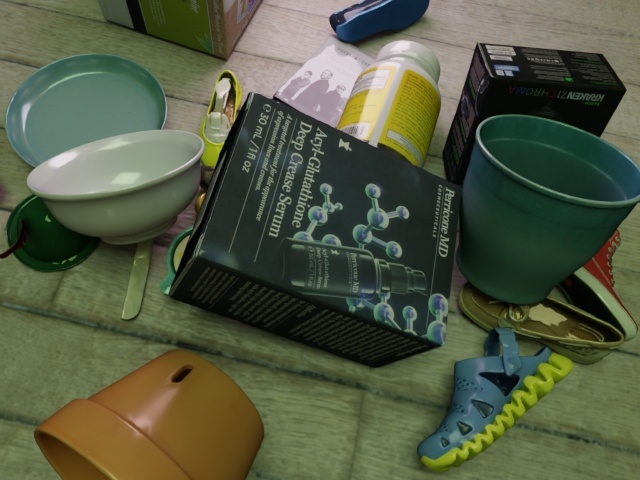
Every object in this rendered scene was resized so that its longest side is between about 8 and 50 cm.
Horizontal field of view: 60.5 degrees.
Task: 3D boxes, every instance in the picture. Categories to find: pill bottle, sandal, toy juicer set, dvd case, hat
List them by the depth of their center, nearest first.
[{"bbox_3d":[0.270,0.257,0.919,0.317,0.126,0.138,-31,67,-27],"label":"sandal"},{"bbox_3d":[-0.488,-0.053,0.958,0.173,0.183,0.208,-32,71,-19],"label":"hat"},{"bbox_3d":[-0.221,0.002,1.009,0.329,0.089,0.209,-14,66,-11],"label":"toy juicer set"},{"bbox_3d":[0.135,-0.233,1.102,0.187,0.188,0.334,19,64,4],"label":"pill bottle"},{"bbox_3d":[0.034,-0.350,1.239,0.179,0.029,0.239,33,65,11],"label":"dvd case"}]

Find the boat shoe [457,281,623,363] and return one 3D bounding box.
[{"bbox_3d":[0.396,0.134,1.000,0.285,0.089,0.105,19,64,4],"label":"boat shoe"}]

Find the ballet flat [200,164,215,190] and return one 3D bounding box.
[{"bbox_3d":[-0.122,-0.107,1.089,0.249,0.084,0.058,7,96,-2],"label":"ballet flat"}]

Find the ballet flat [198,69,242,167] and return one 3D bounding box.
[{"bbox_3d":[-0.210,-0.259,1.145,0.077,0.077,0.231,7,64,-2],"label":"ballet flat"}]

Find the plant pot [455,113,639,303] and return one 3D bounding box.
[{"bbox_3d":[0.359,-0.038,0.943,0.271,0.255,0.272,7,37,-6],"label":"plant pot"}]

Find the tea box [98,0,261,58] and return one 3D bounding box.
[{"bbox_3d":[-0.296,-0.643,1.246,0.323,0.220,0.329,19,64,4],"label":"tea box"}]

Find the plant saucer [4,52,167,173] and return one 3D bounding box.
[{"bbox_3d":[-0.477,-0.256,1.139,0.317,0.044,0.318,2,64,-5],"label":"plant saucer"}]

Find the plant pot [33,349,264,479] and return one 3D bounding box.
[{"bbox_3d":[-0.219,0.294,0.778,0.291,0.291,0.203,34,49,11],"label":"plant pot"}]

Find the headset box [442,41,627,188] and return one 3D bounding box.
[{"bbox_3d":[0.393,-0.217,1.075,0.246,0.283,0.131,5,47,-4],"label":"headset box"}]

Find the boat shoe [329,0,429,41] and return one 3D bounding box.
[{"bbox_3d":[0.140,-0.558,1.307,0.258,0.109,0.089,-21,52,-22],"label":"boat shoe"}]

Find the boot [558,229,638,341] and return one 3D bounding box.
[{"bbox_3d":[0.550,0.061,1.054,0.176,0.088,0.244,-24,64,-18],"label":"boot"}]

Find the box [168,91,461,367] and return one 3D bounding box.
[{"bbox_3d":[0.000,0.000,0.901,0.395,0.212,0.294,22,62,-17],"label":"box"}]

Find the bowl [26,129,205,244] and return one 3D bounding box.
[{"bbox_3d":[-0.337,-0.084,0.964,0.297,0.134,0.298,-6,29,3],"label":"bowl"}]
